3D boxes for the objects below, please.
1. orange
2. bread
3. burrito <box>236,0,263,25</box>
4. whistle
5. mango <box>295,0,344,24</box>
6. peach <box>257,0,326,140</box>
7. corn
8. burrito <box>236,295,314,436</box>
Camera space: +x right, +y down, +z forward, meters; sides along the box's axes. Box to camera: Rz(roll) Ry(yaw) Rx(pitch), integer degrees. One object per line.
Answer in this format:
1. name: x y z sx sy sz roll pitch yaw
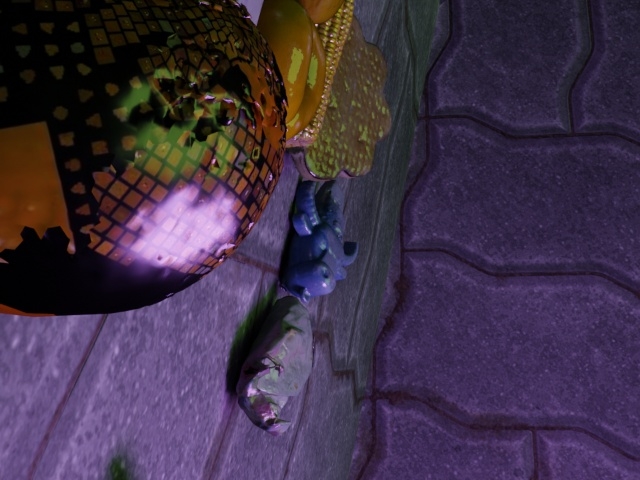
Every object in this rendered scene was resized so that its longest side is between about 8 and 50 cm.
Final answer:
1. orange: -0.134 -0.061 0.400 0.182 0.235 0.234 -67 171 14
2. bread: 0.037 -0.215 1.314 0.207 0.056 0.286 27 72 -46
3. burrito: -0.093 -0.277 0.744 0.139 0.101 0.445 28 72 -68
4. whistle: 0.000 0.000 1.397 0.180 0.093 0.269 54 39 -37
5. mango: -0.014 -0.389 1.010 0.137 0.091 0.237 -152 -124 -66
6. peach: -0.054 -0.200 0.979 0.179 0.103 0.179 13 90 -76
7. corn: -0.021 -0.244 1.121 0.093 0.093 0.244 53 51 -73
8. burrito: -0.070 0.188 1.233 0.229 0.089 0.143 -51 134 -68
